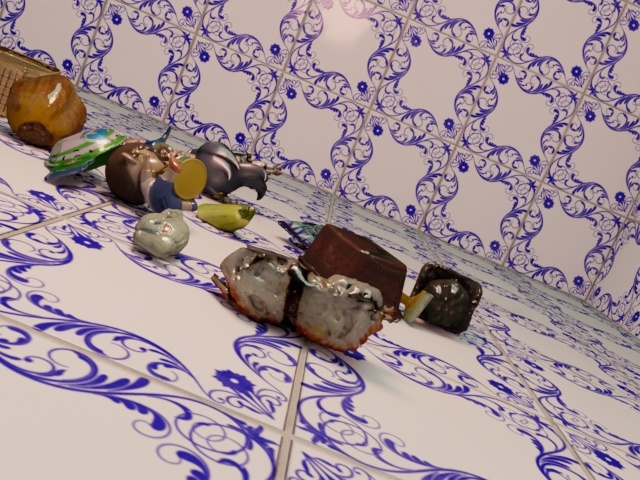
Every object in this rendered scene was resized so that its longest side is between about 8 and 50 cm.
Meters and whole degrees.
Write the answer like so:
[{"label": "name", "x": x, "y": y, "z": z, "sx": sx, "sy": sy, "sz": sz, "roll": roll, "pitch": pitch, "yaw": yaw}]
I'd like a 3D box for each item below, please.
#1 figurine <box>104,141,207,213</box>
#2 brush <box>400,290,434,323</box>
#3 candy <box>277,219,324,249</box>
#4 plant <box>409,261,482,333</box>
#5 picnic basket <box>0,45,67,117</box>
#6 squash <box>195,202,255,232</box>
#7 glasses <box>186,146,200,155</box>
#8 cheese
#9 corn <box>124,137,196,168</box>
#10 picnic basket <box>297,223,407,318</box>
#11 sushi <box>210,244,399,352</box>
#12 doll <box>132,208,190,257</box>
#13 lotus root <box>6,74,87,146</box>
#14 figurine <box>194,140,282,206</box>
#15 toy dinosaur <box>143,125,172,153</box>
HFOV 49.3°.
[{"label": "figurine", "x": -0.396, "y": -0.149, "z": 1.605, "sx": 0.275, "sy": 0.161, "sz": 0.158, "roll": 23, "pitch": 50, "yaw": 32}, {"label": "brush", "x": 0.204, "y": 0.143, "z": 1.687, "sx": 0.011, "sy": 0.083, "sz": 0.205, "roll": 39, "pitch": -3, "yaw": -18}, {"label": "candy", "x": 0.000, "y": 0.000, "z": 2.024, "sx": 0.145, "sy": 0.070, "sz": 0.275, "roll": 40, "pitch": 15, "yaw": 35}, {"label": "plant", "x": 0.307, "y": 0.140, "z": 1.737, "sx": 0.164, "sy": 0.142, "sz": 0.256, "roll": 25, "pitch": 6, "yaw": 3}, {"label": "picnic basket", "x": -0.957, "y": -0.494, "z": 2.164, "sx": 0.228, "sy": 0.175, "sz": 0.313, "roll": 23, "pitch": 9, "yaw": 1}, {"label": "squash", "x": -0.230, "y": -0.056, "z": 1.764, "sx": 0.200, "sy": 0.075, "sz": 0.090, "roll": 2, "pitch": -28, "yaw": 45}, {"label": "glasses", "x": -0.440, "y": -0.255, "z": 2.502, "sx": 0.234, "sy": 0.118, "sz": 0.268, "roll": 13, "pitch": -6, "yaw": -40}, {"label": "cheese", "x": -0.561, "y": -0.203, "z": 1.641, "sx": 0.203, "sy": 0.083, "sz": 0.320, "roll": -14, "pitch": 22, "yaw": 2}, {"label": "corn", "x": -0.489, "y": -0.252, "z": 2.221, "sx": 0.280, "sy": 0.092, "sz": 0.092, "roll": 17, "pitch": 11, "yaw": -16}, {"label": "picnic basket", "x": 0.089, "y": 0.065, "z": 1.665, "sx": 0.222, "sy": 0.129, "sz": 0.297, "roll": 20, "pitch": 11, "yaw": -28}, {"label": "sushi", "x": -0.031, "y": 0.096, "z": 1.194, "sx": 0.332, "sy": 0.130, "sz": 0.124, "roll": 23, "pitch": 9, "yaw": 6}, {"label": "doll", "x": -0.306, "y": -0.014, "z": 1.347, "sx": 0.103, "sy": 0.072, "sz": 0.214, "roll": 7, "pitch": 20, "yaw": -6}, {"label": "lotus root", "x": -0.735, "y": -0.316, "z": 1.849, "sx": 0.188, "sy": 0.199, "sz": 0.180, "roll": -12, "pitch": 44, "yaw": 5}, {"label": "figurine", "x": -0.265, "y": -0.208, "z": 2.163, "sx": 0.265, "sy": 0.175, "sz": 0.197, "roll": 20, "pitch": 44, "yaw": 1}, {"label": "toy dinosaur", "x": -0.539, "y": -0.283, "z": 2.086, "sx": 0.075, "sy": 0.248, "sz": 0.188, "roll": -22, "pitch": -46, "yaw": 40}]
